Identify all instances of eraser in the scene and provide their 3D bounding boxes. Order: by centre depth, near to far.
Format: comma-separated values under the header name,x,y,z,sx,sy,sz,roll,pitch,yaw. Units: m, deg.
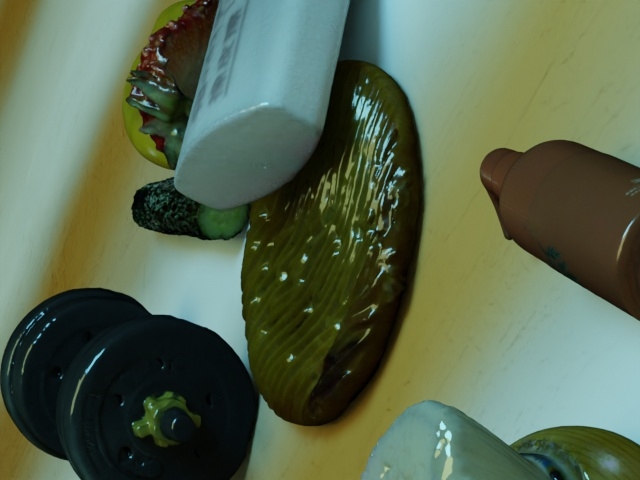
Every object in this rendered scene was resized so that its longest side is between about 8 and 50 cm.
name,x,y,z,sx,sy,sz,roll,pitch,yaw
eraser,-0.041,-0.176,1.573,0.174,0.094,0.270,-37,35,51

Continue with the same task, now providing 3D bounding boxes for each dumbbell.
name,x,y,z,sx,sy,sz,roll,pitch,yaw
dumbbell,-0.192,0.148,1.759,0.388,0.185,0.185,-166,86,-66

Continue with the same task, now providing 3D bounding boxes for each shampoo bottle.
name,x,y,z,sx,sy,sz,roll,pitch,yaw
shampoo bottle,0.163,-0.016,1.127,0.244,0.085,0.085,-146,67,-67

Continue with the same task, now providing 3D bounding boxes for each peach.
name,x,y,z,sx,sy,sz,roll,pitch,yaw
peach,-0.137,-0.154,1.845,0.179,0.103,0.179,-173,90,-66

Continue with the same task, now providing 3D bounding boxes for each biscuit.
name,x,y,z,sx,sy,sz,roll,pitch,yaw
biscuit,0.000,0.000,1.549,0.318,0.040,0.318,-169,90,-67

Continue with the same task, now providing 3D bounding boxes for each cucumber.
name,x,y,z,sx,sy,sz,roll,pitch,yaw
cucumber,-0.150,-0.035,1.880,0.293,0.067,0.068,-175,94,-67

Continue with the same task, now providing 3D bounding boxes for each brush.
name,x,y,z,sx,sy,sz,roll,pitch,yaw
brush,0.090,0.206,1.105,0.266,0.166,0.174,136,138,-58

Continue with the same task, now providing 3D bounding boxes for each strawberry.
name,x,y,z,sx,sy,sz,roll,pitch,yaw
strawberry,-0.105,-0.135,1.704,0.087,0.167,0.208,-25,13,32
